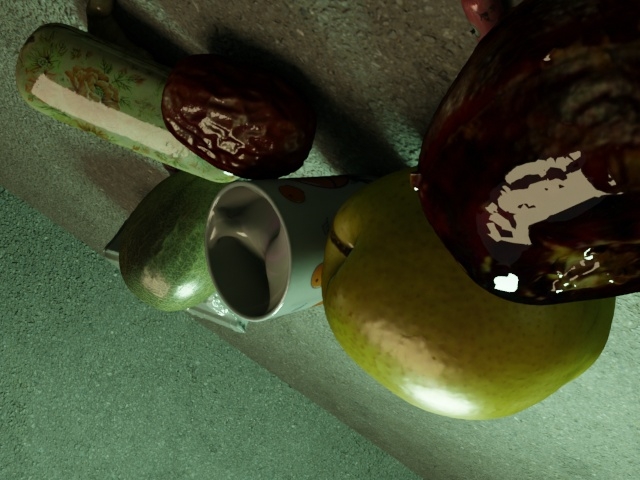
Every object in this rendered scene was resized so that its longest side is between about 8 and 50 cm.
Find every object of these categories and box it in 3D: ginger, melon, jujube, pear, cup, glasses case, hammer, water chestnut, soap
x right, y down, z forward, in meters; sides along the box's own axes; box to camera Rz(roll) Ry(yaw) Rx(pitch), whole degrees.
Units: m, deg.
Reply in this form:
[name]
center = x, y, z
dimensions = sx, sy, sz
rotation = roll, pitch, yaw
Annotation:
[ginger]
center = -0.331, -0.296, 1.346
dimensions = 0.166, 0.080, 0.333
rotation = -7, 141, 40
[melon]
center = -0.291, -0.004, 1.575
dimensions = 0.248, 0.329, 0.248
rotation = 33, -179, -1
[jujube]
center = -0.127, -0.191, 1.153
dimensions = 0.243, 0.183, 0.183
rotation = 19, 160, -5
[pear]
center = 0.202, 0.065, 1.001
dimensions = 0.418, 0.363, 0.362
rotation = 12, 167, -23
[cup]
center = 0.000, 0.000, 1.197
dimensions = 0.317, 0.212, 0.212
rotation = -9, -167, -43
[glasses case]
center = -0.306, -0.232, 1.267
dimensions = 0.425, 0.098, 0.156
rotation = 22, 120, -14
[hammer]
center = 0.182, -0.241, 0.799
dimensions = 0.043, 0.043, 0.083
rotation = 12, 153, 42
[water chestnut]
center = 0.253, -0.104, 0.705
dimensions = 0.350, 0.302, 0.350
rotation = -3, 144, -2
[soap]
center = -0.373, 0.051, 2.005
dimensions = 0.435, 0.213, 0.350
rotation = 10, 152, 45

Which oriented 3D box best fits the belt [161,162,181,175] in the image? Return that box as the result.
[belt]
center = -0.315, -0.148, 1.672
dimensions = 0.053, 0.071, 0.232
rotation = 20, 158, 11
